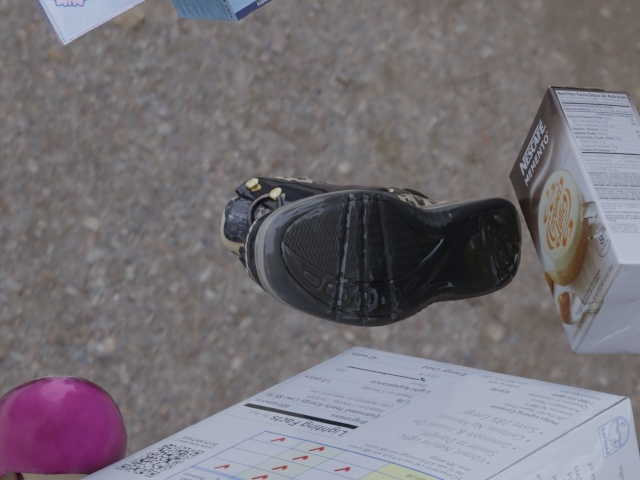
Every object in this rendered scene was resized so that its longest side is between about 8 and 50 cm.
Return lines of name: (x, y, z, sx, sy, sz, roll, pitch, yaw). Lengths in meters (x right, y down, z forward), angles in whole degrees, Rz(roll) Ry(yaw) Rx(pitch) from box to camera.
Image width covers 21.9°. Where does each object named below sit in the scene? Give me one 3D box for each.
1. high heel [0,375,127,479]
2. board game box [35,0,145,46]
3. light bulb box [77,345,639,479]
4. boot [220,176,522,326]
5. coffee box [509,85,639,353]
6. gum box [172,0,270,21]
high heel: (-0.242, 0.271, 1.491, 0.127, 0.377, 0.181, 3, 55, -7)
board game box: (-0.264, -0.456, 2.072, 0.318, 0.066, 0.318, -30, 100, -9)
light bulb box: (0.031, 0.269, 1.399, 0.361, 0.358, 0.225, -23, 108, -35)
boot: (0.000, 0.000, 1.764, 0.377, 0.284, 0.138, -8, 101, -45)
coffee box: (0.286, -0.022, 1.686, 0.098, 0.141, 0.246, 1, 47, -17)
gum box: (-0.102, -0.359, 2.292, 0.157, 0.184, 0.041, -34, 114, -21)
